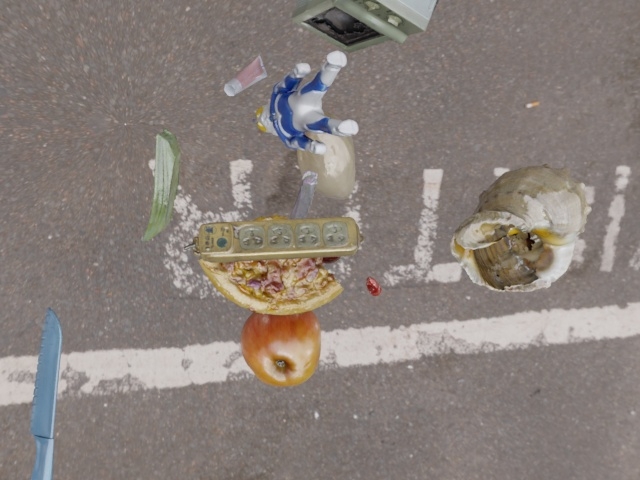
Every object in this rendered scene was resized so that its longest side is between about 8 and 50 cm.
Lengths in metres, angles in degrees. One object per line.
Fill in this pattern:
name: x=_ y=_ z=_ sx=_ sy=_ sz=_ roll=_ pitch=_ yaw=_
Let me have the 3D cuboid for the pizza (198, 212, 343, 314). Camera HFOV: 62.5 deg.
pizza: x=-0.118 y=0.066 z=1.423 sx=0.408 sy=0.114 sz=0.278 roll=20 pitch=78 yaw=-21

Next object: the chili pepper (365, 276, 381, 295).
chili pepper: x=0.198 y=0.174 z=1.956 sx=0.050 sy=0.059 sz=0.191 roll=-35 pitch=151 yaw=-1

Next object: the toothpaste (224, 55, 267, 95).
toothpaste: x=-0.222 y=-0.495 z=1.598 sx=0.194 sy=0.043 sz=0.067 roll=-53 pitch=130 yaw=-43

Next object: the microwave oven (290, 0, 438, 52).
microwave oven: x=0.125 y=-0.612 z=1.223 sx=0.218 sy=0.355 sz=0.286 roll=20 pitch=91 yaw=-27

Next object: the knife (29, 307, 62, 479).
knife: x=-0.360 y=0.244 z=0.684 sx=0.044 sy=0.019 sz=0.313 roll=3 pitch=87 yaw=21

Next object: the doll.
doll: x=-0.032 y=-0.163 z=0.683 sx=0.057 sy=0.227 sz=0.114 roll=-20 pitch=102 yaw=-26

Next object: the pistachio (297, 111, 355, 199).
pistachio: x=0.027 y=-0.284 z=1.832 sx=0.226 sy=0.208 sz=0.332 roll=-36 pitch=122 yaw=-26

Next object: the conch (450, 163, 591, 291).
conch: x=0.402 y=-0.017 z=1.096 sx=0.324 sy=0.186 sz=0.263 roll=-13 pitch=103 yaw=-8

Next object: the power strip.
power strip: x=-0.075 y=-0.001 z=0.882 sx=0.305 sy=0.044 sz=0.064 roll=-3 pitch=71 yaw=-4

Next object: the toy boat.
toy boat: x=-0.382 y=-0.124 z=1.281 sx=0.055 sy=0.093 sz=0.293 roll=16 pitch=118 yaw=-3

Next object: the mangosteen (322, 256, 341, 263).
mangosteen: x=0.011 y=-0.002 z=1.904 sx=0.145 sy=0.181 sz=0.156 roll=-26 pitch=134 yaw=-38

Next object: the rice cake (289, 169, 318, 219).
rice cake: x=-0.059 y=-0.114 z=1.671 sx=0.055 sy=0.049 sz=0.270 roll=17 pitch=138 yaw=-4

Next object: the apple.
apple: x=-0.114 y=0.299 z=1.533 sx=0.242 sy=0.241 sz=0.242 roll=-3 pitch=114 yaw=-6
